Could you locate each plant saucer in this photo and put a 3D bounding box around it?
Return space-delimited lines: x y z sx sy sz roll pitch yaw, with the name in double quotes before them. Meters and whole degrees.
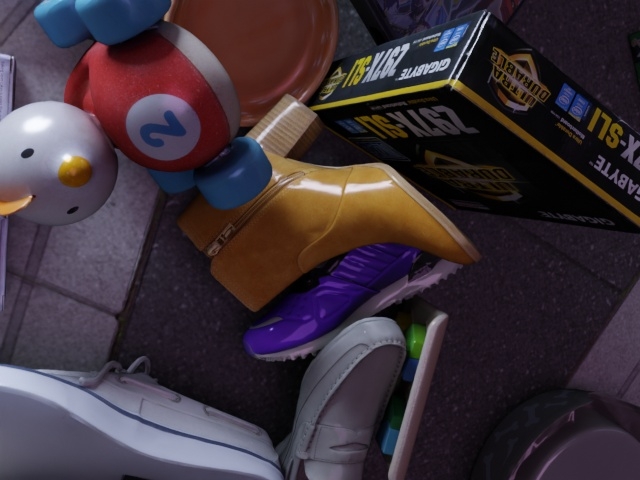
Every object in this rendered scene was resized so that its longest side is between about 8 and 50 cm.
"plant saucer" -0.075 -0.223 0.710 0.200 0.037 0.200 -16 125 -24

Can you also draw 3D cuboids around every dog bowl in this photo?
"dog bowl" 0.371 0.381 0.971 0.349 0.102 0.348 -3 100 -21

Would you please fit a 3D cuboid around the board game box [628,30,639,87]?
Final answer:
"board game box" 0.625 -0.262 1.008 0.317 0.046 0.213 -25 105 -17

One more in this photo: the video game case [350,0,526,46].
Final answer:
"video game case" 0.163 -0.311 0.754 0.275 0.035 0.248 -55 144 -5

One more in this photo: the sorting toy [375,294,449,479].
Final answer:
"sorting toy" 0.094 0.163 0.783 0.038 0.208 0.193 15 92 -1

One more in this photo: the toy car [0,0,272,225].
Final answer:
"toy car" -0.208 -0.084 0.592 0.238 0.210 0.219 -46 126 -21

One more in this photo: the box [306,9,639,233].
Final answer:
"box" 0.155 -0.109 0.694 0.257 0.322 0.079 31 85 -23

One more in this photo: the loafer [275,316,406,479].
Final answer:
"loafer" 0.018 0.228 0.746 0.112 0.111 0.319 6 121 -30

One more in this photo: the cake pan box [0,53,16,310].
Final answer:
"cake pan box" -0.421 -0.057 0.612 0.246 0.070 0.267 2 97 -20

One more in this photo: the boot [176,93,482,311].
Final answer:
"boot" -0.001 -0.001 0.710 0.295 0.104 0.211 38 94 17

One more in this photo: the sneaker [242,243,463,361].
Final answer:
"sneaker" 0.021 0.028 0.790 0.293 0.102 0.146 -27 99 -18

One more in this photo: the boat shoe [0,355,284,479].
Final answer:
"boat shoe" -0.207 0.189 0.693 0.367 0.156 0.136 21 109 -18
